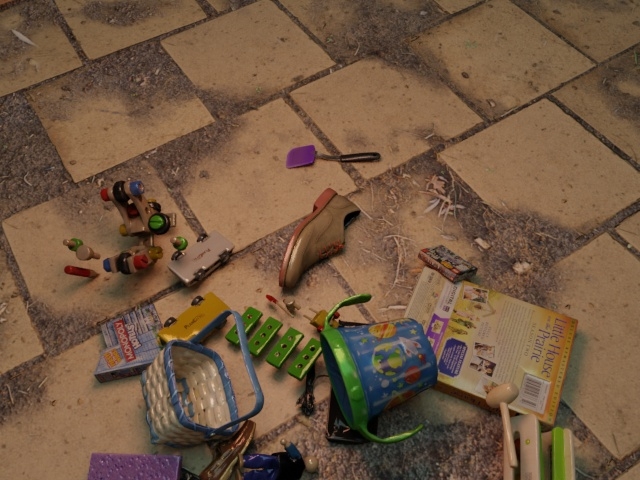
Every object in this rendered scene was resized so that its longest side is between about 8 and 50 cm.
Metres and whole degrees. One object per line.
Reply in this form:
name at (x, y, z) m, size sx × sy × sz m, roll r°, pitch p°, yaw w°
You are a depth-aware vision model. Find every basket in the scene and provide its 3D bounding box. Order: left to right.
basket at (-0.266, 0.326, 1.468) m, size 0.289 × 0.201 × 0.254 m, roll -36°, pitch 53°, yaw 25°

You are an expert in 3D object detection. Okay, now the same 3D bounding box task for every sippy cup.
sippy cup at (0.139, 0.285, 1.468) m, size 0.224 × 0.305 × 0.240 m, roll -17°, pitch 14°, yaw -10°

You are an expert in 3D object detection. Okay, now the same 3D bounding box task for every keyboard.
keyboard at (0.050, 0.343, 1.590) m, size 0.201 × 0.033 × 0.317 m, roll 6°, pitch 55°, yaw 4°

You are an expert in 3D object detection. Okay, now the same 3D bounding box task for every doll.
doll at (-0.093, 0.506, 1.441) m, size 0.189 × 0.046 × 0.129 m, roll 5°, pitch 95°, yaw -18°

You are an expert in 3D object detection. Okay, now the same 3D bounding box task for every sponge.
sponge at (-0.418, 0.538, 1.432) m, size 0.210 × 0.031 × 0.117 m, roll 0°, pitch 71°, yaw 7°

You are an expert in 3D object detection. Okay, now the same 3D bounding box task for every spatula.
spatula at (0.040, -0.264, 2.004) m, size 0.296 × 0.030 × 0.084 m, roll 1°, pitch 53°, yaw 2°

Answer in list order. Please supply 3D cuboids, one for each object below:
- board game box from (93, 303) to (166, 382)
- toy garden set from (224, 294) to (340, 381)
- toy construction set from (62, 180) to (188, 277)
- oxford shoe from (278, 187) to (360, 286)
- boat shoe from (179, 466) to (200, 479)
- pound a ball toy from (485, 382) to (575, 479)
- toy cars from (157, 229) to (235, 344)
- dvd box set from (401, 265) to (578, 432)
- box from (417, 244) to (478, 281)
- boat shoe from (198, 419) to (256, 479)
board game box at (-0.489, 0.270, 1.629) m, size 0.194 × 0.060 × 0.194 m, roll -23°, pitch 58°, yaw -15°
toy garden set at (-0.086, 0.232, 1.640) m, size 0.244 × 0.049 × 0.204 m, roll 23°, pitch 59°, yaw 28°
toy construction set at (-0.519, 0.002, 1.754) m, size 0.309 × 0.237 × 0.257 m, roll -33°, pitch 76°, yaw 4°
oxford shoe at (0.000, 0.000, 1.773) m, size 0.130 × 0.123 × 0.348 m, roll 25°, pitch 61°, yaw 11°
boat shoe at (-0.313, 0.540, 1.455) m, size 0.125 × 0.038 × 0.046 m, roll 22°, pitch 59°, yaw 15°
pound a ball toy at (0.434, 0.499, 1.395) m, size 0.208 × 0.136 × 0.319 m, roll 26°, pitch 54°, yaw -23°
toy cars at (-0.327, 0.142, 1.702) m, size 0.176 × 0.087 × 0.393 m, roll 7°, pitch 51°, yaw -12°
dvd box set at (0.408, 0.262, 1.622) m, size 0.420 × 0.062 × 0.307 m, roll 19°, pitch 58°, yaw 13°
box at (0.345, 0.060, 1.739) m, size 0.094 × 0.027 × 0.137 m, roll -12°, pitch 36°, yaw -38°
boat shoe at (-0.211, 0.484, 1.467) m, size 0.060 × 0.064 × 0.178 m, roll 37°, pitch 61°, yaw -5°
